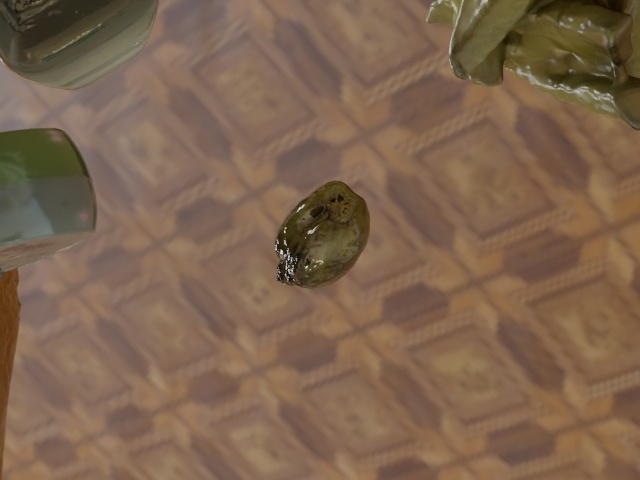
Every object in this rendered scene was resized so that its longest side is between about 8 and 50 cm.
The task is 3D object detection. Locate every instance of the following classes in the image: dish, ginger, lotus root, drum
[{"bbox_3d":[-0.240,-0.243,1.599,0.234,0.154,0.064,60,173,-18],"label":"dish"},{"bbox_3d":[0.221,-0.276,1.944,0.413,0.211,0.358,29,146,1],"label":"ginger"},{"bbox_3d":[0.000,0.000,1.185,0.099,0.049,0.054,-52,54,52],"label":"lotus root"},{"bbox_3d":[-0.219,0.010,0.816,0.253,0.130,0.049,-17,86,7],"label":"drum"}]

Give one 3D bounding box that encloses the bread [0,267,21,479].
[{"bbox_3d":[-0.365,0.077,1.356,0.250,0.361,0.394,8,89,25],"label":"bread"}]
